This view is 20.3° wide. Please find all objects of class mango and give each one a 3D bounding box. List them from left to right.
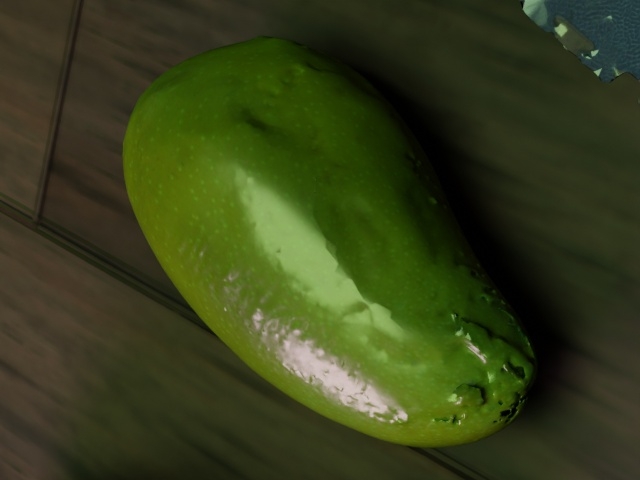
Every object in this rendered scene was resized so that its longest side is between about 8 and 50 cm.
[{"bbox_3d":[0.000,0.000,0.554,0.165,0.074,0.091,44,119,29],"label":"mango"}]

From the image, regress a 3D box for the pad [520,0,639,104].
[{"bbox_3d":[0.205,-0.067,0.358,0.269,0.012,0.270,45,122,9],"label":"pad"}]
